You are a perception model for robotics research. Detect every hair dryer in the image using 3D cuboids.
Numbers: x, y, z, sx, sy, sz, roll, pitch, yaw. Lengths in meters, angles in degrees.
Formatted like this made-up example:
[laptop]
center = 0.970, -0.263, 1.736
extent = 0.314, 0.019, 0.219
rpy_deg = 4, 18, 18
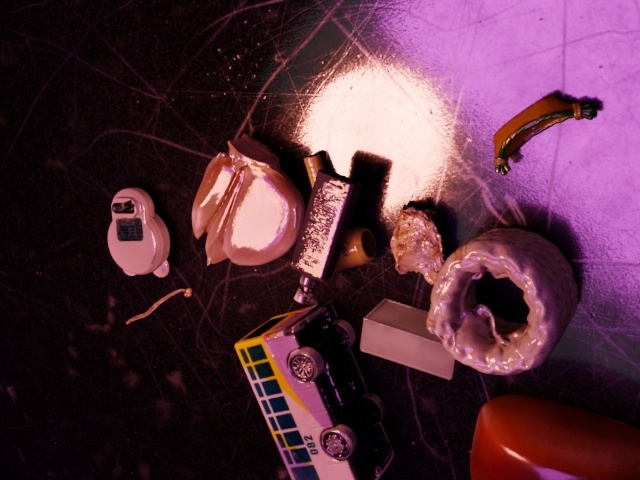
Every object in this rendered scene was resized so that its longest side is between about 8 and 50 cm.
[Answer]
[hair dryer]
center = 0.028, -0.068, 1.872
extent = 0.135, 0.090, 0.278
rpy_deg = -14, 95, 32

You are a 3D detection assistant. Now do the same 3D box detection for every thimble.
[thimble]
center = 0.377, 0.127, 1.686
extent = 0.292, 0.195, 0.291
rpy_deg = 11, 112, 30

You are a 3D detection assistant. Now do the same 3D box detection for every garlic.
[garlic]
center = -0.166, -0.076, 1.937
extent = 0.279, 0.132, 0.325
rpy_deg = 25, 115, 19

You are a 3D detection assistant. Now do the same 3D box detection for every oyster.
[oyster]
center = 0.216, 0.019, 1.783
extent = 0.191, 0.081, 0.163
rpy_deg = 45, 136, 20

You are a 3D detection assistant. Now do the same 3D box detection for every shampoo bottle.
[shampoo bottle]
center = -0.001, 0.000, 1.815
extent = 0.098, 0.071, 0.309
rpy_deg = 25, 107, 24

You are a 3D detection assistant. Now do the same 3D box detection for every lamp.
[lamp]
center = -0.479, -0.023, 2.138
extent = 0.180, 0.108, 0.246
rpy_deg = 0, 106, 24

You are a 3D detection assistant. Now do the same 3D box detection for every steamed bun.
[steamed bun]
center = 0.504, 0.496, 1.720
extent = 0.379, 0.248, 0.235
rpy_deg = 13, 114, 22

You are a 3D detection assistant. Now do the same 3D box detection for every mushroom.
[mushroom]
center = -0.457, 0.182, 2.255
extent = 0.286, 0.028, 0.026
rpy_deg = -24, 138, 33

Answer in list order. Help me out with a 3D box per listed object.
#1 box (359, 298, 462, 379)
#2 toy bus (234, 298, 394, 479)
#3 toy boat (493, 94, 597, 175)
[box]
center = 0.221, 0.223, 1.841
extent = 0.225, 0.129, 0.086
rpy_deg = 16, 114, 23
[toy bus]
center = -0.014, 0.397, 1.982
extent = 0.249, 0.209, 0.439
rpy_deg = -18, 98, 33
[toy boat]
center = 0.430, -0.218, 1.593
extent = 0.229, 0.089, 0.088
rpy_deg = -36, 75, 29
